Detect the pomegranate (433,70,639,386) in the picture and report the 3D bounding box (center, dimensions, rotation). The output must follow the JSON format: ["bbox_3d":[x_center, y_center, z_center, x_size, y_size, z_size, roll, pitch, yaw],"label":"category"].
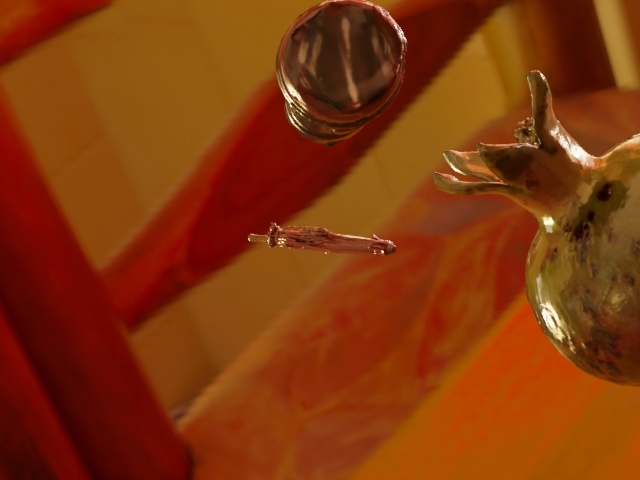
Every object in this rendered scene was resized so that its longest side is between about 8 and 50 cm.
[{"bbox_3d":[0.172,-0.002,1.061,0.156,0.220,0.156,-40,35,35],"label":"pomegranate"}]

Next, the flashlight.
[{"bbox_3d":[0.010,-0.111,1.326,0.093,0.093,0.232,-24,-4,-5],"label":"flashlight"}]

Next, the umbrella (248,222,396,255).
[{"bbox_3d":[0.000,0.000,1.616,0.165,0.027,0.025,6,52,39],"label":"umbrella"}]
